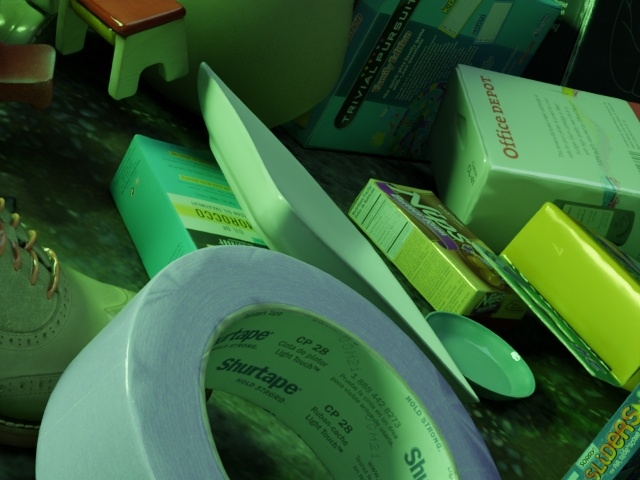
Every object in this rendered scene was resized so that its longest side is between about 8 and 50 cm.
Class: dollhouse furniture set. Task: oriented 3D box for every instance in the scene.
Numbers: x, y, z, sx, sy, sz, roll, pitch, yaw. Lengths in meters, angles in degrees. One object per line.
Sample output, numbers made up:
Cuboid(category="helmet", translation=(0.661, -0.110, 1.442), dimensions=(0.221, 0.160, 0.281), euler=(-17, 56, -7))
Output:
Cuboid(category="dollhouse furniture set", translation=(-0.301, -0.259, 0.986), dimensions=(0.201, 0.152, 0.374), euler=(-28, 52, -32))

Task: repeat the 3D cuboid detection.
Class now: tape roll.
Cuboid(category="tape roll", translation=(-0.015, 0.138, 0.642), dimensions=(0.274, 0.090, 0.275), euler=(32, 34, -25))

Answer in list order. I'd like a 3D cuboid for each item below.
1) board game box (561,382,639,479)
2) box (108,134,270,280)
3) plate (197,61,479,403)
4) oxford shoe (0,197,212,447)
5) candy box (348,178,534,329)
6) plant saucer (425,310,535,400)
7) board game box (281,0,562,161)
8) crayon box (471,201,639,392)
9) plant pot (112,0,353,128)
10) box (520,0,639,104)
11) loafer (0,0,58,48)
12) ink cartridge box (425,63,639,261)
Cuboid(category="board game box", translation=(0.303, 0.159, 1.017), dimensions=(0.035, 0.136, 0.201), euler=(44, 25, 27))
Cuboid(category="box", translation=(-0.088, 0.010, 0.940), dimensions=(0.100, 0.060, 0.244), euler=(13, 29, -36))
Cuboid(category="plate", translation=(0.000, 0.000, 0.976), dimensions=(0.278, 0.045, 0.277), euler=(46, 6, -34))
Cuboid(category="oxford shoe", translation=(-0.197, 0.031, 0.673), dimensions=(0.348, 0.130, 0.123), euler=(13, 28, -36))
Cuboid(category="candy box", translation=(0.125, 0.015, 1.200), dimensions=(0.109, 0.053, 0.187), euler=(8, 34, -46))
Cuboid(category="plant saucer", translation=(0.142, 0.111, 1.064), dimensions=(0.119, 0.021, 0.119), euler=(26, 24, -12))
Cuboid(category="board game box", translation=(0.125, -0.228, 1.435), dimensions=(0.336, 0.254, 0.079), euler=(2, 35, -49))
Cuboid(category="crayon box", translation=(0.319, 0.080, 1.182), dimensions=(0.323, 0.083, 0.203), euler=(24, 21, -46))
Cuboid(category="plant pot", translation=(-0.077, -0.229, 1.233), dimensions=(0.284, 0.284, 0.191), euler=(-93, 158, -63))
Cuboid(category="box", translation=(0.466, -0.362, 1.772), dimensions=(0.479, 0.472, 0.297), euler=(11, 10, -40))
Cuboid(category="loafer", translation=(-0.291, -0.244, 1.156), dimensions=(0.092, 0.102, 0.268), euler=(24, 27, -8))
Cuboid(category="ink cartridge box", translation=(0.300, -0.080, 1.390), dimensions=(0.306, 0.131, 0.226), euler=(9, 38, -12))
